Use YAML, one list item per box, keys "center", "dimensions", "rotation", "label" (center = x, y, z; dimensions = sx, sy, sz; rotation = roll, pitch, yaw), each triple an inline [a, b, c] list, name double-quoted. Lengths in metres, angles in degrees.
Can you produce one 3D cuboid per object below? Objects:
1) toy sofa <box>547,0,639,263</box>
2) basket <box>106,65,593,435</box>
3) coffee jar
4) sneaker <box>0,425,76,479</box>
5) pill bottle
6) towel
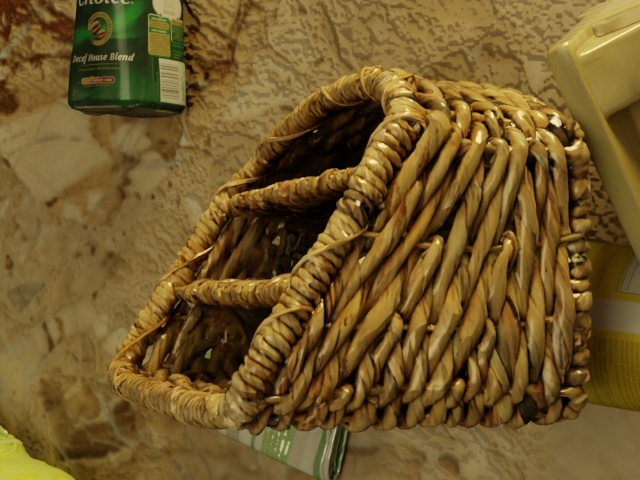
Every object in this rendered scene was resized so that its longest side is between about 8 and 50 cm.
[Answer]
- center: [0.326, -0.124, 0.720]
  dimensions: [0.362, 0.177, 0.150]
  rotation: [-20, 102, 33]
  label: "toy sofa"
- center: [0.000, 0.000, 0.809]
  dimensions: [0.299, 0.223, 0.213]
  rotation: [177, 93, -70]
  label: "basket"
- center: [-0.158, -0.196, 1.081]
  dimensions: [0.096, 0.079, 0.184]
  rotation: [2, 90, 35]
  label: "coffee jar"
- center: [-0.360, 0.190, 1.179]
  dimensions: [0.384, 0.145, 0.147]
  rotation: [7, 94, 33]
  label: "sneaker"
- center: [0.216, 0.057, 0.801]
  dimensions: [0.184, 0.103, 0.103]
  rotation: [6, 93, 35]
  label: "pill bottle"
- center: [-0.040, 0.114, 1.027]
  dimensions: [0.152, 0.023, 0.113]
  rotation: [18, 99, 34]
  label: "towel"
